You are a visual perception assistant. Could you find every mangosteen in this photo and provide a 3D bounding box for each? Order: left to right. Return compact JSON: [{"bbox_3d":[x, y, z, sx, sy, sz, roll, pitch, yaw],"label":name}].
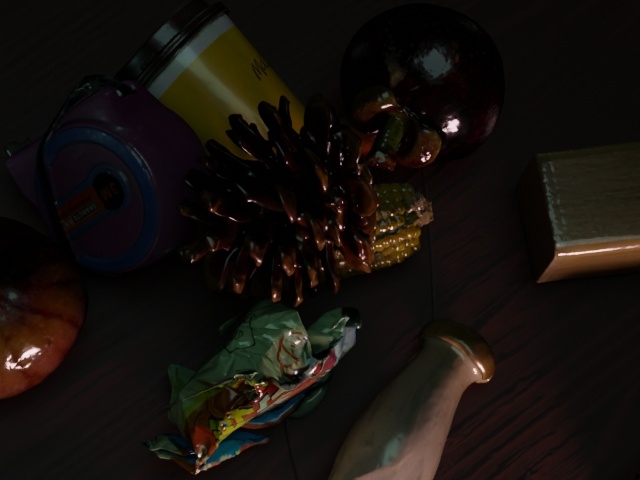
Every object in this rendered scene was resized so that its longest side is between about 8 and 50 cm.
[{"bbox_3d":[0.124,-0.188,1.906,0.228,0.228,0.265,32,54,2],"label":"mangosteen"}]

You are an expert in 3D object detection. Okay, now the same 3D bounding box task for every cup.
[{"bbox_3d":[-0.124,-0.176,1.901,0.280,0.196,0.196,43,72,-1],"label":"cup"}]

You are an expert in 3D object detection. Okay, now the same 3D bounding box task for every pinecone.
[{"bbox_3d":[-0.050,-0.036,1.711,0.264,0.264,0.264,2,73,-8],"label":"pinecone"}]

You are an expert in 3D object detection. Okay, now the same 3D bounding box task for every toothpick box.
[{"bbox_3d":[0.438,-0.046,1.945,0.308,0.190,0.187,-7,74,-5],"label":"toothpick box"}]

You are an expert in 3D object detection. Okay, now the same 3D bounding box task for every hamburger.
[{"bbox_3d":[-0.089,0.155,1.774,0.276,0.260,0.150,-27,70,-38],"label":"hamburger"}]

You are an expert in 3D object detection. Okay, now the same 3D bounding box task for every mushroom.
[{"bbox_3d":[0.105,0.252,1.831,0.128,0.128,0.350,34,67,3],"label":"mushroom"}]

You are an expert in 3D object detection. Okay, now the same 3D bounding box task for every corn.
[{"bbox_3d":[0.000,0.000,1.895,0.322,0.119,0.119,-13,75,-13],"label":"corn"}]

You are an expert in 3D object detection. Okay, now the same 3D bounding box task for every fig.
[{"bbox_3d":[-0.406,0.076,1.773,0.235,0.214,0.235,-1,49,1],"label":"fig"}]

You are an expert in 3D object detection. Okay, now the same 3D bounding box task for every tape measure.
[{"bbox_3d":[-0.258,-0.082,1.825,0.245,0.232,0.149,59,36,-2],"label":"tape measure"}]

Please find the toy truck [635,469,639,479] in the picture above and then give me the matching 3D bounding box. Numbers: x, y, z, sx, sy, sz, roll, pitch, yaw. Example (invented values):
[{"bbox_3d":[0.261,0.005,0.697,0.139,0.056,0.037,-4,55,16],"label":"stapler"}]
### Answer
[{"bbox_3d":[0.485,0.289,1.878,0.114,0.107,0.252,37,71,5],"label":"toy truck"}]
